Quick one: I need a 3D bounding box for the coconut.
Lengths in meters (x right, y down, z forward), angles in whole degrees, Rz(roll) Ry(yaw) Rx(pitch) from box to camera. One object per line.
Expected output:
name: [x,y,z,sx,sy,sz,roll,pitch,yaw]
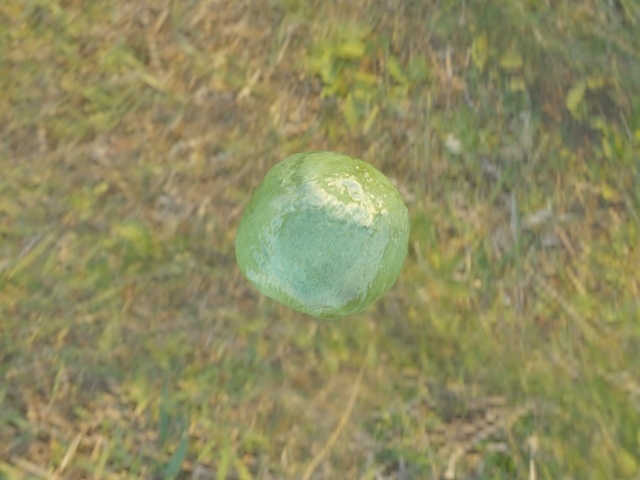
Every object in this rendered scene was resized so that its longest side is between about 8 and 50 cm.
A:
coconut: [0.000,0.000,0.968,0.088,0.088,0.096,20,131,-2]
